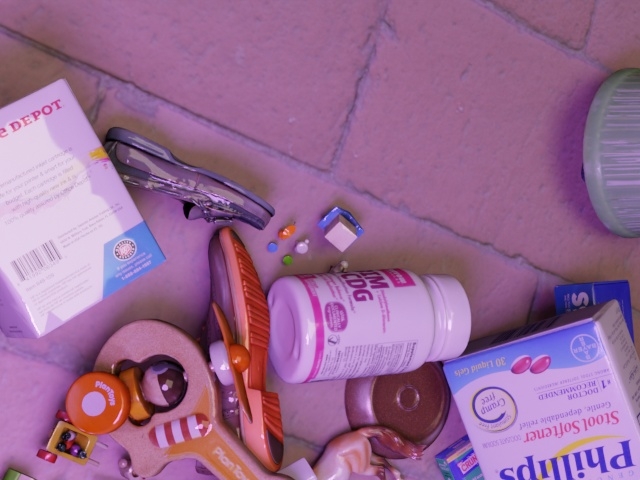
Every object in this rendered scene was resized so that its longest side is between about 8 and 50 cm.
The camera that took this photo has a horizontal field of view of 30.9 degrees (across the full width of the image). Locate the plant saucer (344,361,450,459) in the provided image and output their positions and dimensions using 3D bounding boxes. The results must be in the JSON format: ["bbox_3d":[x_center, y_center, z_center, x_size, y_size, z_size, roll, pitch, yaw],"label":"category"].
[{"bbox_3d":[0.133,0.249,1.840,0.199,0.036,0.198,2,85,-28],"label":"plant saucer"}]

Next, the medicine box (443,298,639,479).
[{"bbox_3d":[0.375,0.273,1.809,0.149,0.264,0.289,-23,92,-63],"label":"medicine box"}]

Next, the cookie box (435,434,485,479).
[{"bbox_3d":[0.248,0.378,1.886,0.092,0.040,0.107,-28,98,-27],"label":"cookie box"}]

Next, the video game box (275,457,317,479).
[{"bbox_3d":[-0.080,0.418,1.628,0.205,0.048,0.187,-26,129,-9],"label":"video game box"}]

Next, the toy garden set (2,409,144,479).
[{"bbox_3d":[-0.312,0.363,1.565,0.244,0.049,0.203,33,74,-30],"label":"toy garden set"}]

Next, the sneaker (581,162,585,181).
[{"bbox_3d":[0.515,-0.156,2.067,0.059,0.053,0.144,39,70,-21],"label":"sneaker"}]

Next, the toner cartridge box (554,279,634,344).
[{"bbox_3d":[0.475,0.243,1.963,0.165,0.075,0.347,1,84,-53],"label":"toner cartridge box"}]

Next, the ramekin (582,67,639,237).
[{"bbox_3d":[0.601,-0.152,2.009,0.303,0.148,0.303,-3,94,-44],"label":"ramekin"}]

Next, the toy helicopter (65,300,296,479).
[{"bbox_3d":[-0.146,0.242,1.539,0.355,0.140,0.235,43,89,9],"label":"toy helicopter"}]

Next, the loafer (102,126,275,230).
[{"bbox_3d":[-0.198,-0.068,1.667,0.268,0.096,0.084,27,76,-14],"label":"loafer"}]

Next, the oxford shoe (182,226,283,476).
[{"bbox_3d":[-0.143,0.156,1.655,0.133,0.130,0.363,-12,69,12],"label":"oxford shoe"}]

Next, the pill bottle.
[{"bbox_3d":[0.072,0.124,1.742,0.283,0.160,0.160,-3,87,-25],"label":"pill bottle"}]

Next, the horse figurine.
[{"bbox_3d":[0.036,0.369,1.761,0.263,0.066,0.174,-42,108,-18],"label":"horse figurine"}]

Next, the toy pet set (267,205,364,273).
[{"bbox_3d":[0.000,0.000,1.792,0.122,0.065,0.114,41,106,-16],"label":"toy pet set"}]

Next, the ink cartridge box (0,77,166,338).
[{"bbox_3d":[-0.375,-0.037,1.508,0.198,0.197,0.270,-32,101,-26],"label":"ink cartridge box"}]
